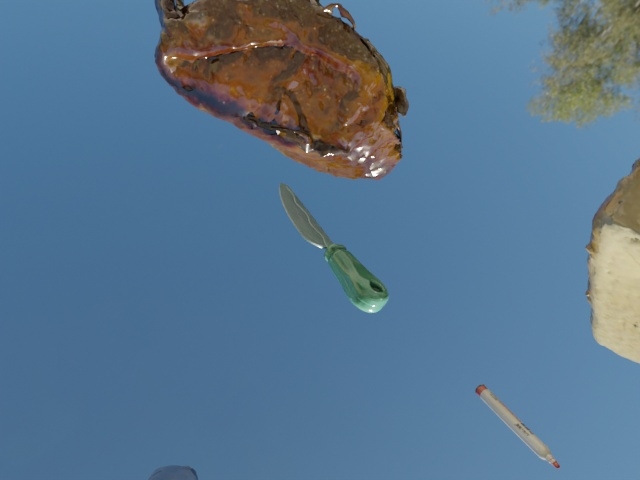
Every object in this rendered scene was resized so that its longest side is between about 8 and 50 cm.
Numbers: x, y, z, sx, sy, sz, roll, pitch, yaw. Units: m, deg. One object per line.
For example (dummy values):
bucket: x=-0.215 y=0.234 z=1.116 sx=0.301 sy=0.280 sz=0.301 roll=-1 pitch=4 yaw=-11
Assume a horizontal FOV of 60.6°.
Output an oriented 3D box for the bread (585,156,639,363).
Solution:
bread: x=0.554 y=-0.008 z=0.688 sx=0.371 sy=0.390 sz=0.279 roll=-44 pitch=-126 yaw=-8

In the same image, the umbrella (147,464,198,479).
umbrella: x=-0.184 y=0.314 z=0.646 sx=0.073 sy=0.337 sz=0.067 roll=-9 pitch=-104 yaw=-13

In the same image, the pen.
pen: x=0.359 y=0.339 z=1.008 sx=0.026 sy=0.026 sz=0.218 roll=-4 pitch=-156 yaw=-21

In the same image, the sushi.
sushi: x=-0.040 y=-0.166 z=0.539 sx=0.297 sy=0.166 sz=0.179 roll=18 pitch=-154 yaw=-10

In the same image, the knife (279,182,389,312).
knife: x=-0.001 y=0.000 z=0.752 sx=0.063 sy=0.034 sz=0.260 roll=-2 pitch=-138 yaw=-47
